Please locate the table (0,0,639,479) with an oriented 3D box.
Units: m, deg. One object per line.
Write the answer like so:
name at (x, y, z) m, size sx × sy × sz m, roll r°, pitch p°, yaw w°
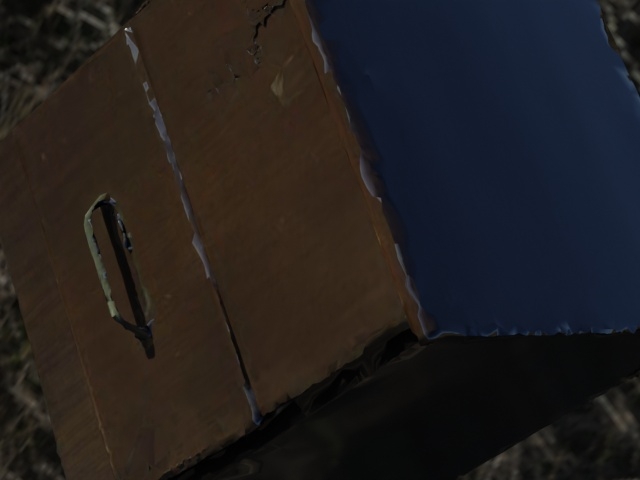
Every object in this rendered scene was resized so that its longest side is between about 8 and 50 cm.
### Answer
table at (0.000, 0.000, 0.628) m, size 0.172 × 0.193 × 0.169 m, roll 2°, pitch 61°, yaw -45°
